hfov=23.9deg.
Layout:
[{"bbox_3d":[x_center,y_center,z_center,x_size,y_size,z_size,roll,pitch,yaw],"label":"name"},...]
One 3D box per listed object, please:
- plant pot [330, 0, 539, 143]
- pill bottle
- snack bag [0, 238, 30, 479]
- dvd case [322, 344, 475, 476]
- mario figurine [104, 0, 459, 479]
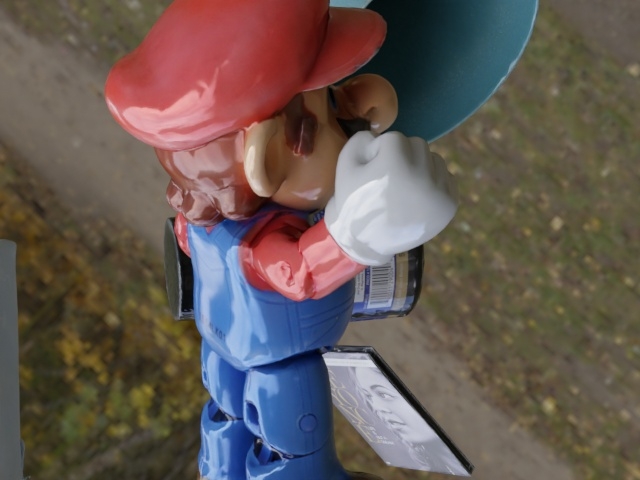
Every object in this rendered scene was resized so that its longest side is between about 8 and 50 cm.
[{"bbox_3d":[0.076,-0.269,1.723,0.195,0.290,0.290,52,173,34],"label":"plant pot"},{"bbox_3d":[-0.026,0.018,1.359,0.123,0.219,0.123,176,90,-76],"label":"pill bottle"},{"bbox_3d":[-0.424,0.143,1.647,0.037,0.323,0.342,-3,179,20],"label":"snack bag"},{"bbox_3d":[0.074,0.209,1.859,0.221,0.018,0.164,51,152,-23],"label":"dvd case"},{"bbox_3d":[0.000,0.000,0.797,0.198,0.170,0.320,8,116,25],"label":"mario figurine"}]
